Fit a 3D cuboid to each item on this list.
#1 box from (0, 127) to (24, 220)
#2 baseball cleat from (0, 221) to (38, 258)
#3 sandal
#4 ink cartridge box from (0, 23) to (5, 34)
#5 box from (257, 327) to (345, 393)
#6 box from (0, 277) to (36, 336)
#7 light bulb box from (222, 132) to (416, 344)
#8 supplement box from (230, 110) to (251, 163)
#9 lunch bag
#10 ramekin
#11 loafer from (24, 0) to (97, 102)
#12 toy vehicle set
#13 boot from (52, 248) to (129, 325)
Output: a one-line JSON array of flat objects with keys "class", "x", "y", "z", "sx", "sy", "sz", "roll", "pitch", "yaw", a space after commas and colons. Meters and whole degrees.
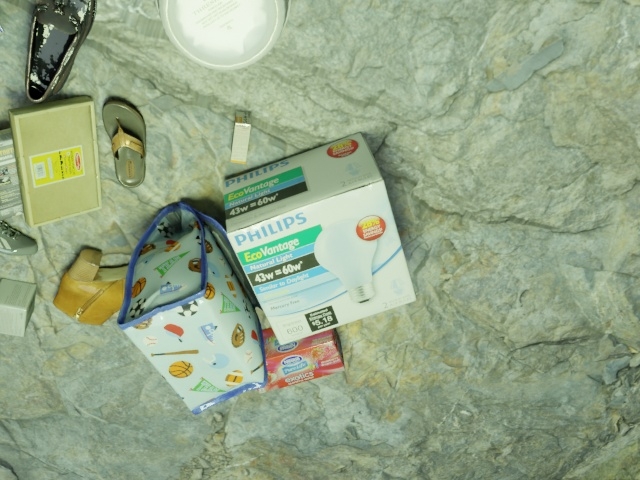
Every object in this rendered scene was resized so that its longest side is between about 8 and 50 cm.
[{"class": "box", "x": -0.671, "y": -0.140, "z": 1.421, "sx": 0.231, "sy": 0.056, "sz": 0.183, "roll": -25, "pitch": 134, "yaw": -32}, {"class": "baseball cleat", "x": -0.760, "y": -0.028, "z": 1.556, "sx": 0.206, "sy": 0.072, "sz": 0.109, "roll": 15, "pitch": 116, "yaw": -21}, {"class": "sandal", "x": -0.431, "y": -0.203, "z": 1.471, "sx": 0.090, "sy": 0.060, "sz": 0.219, "roll": 2, "pitch": 126, "yaw": -8}, {"class": "ink cartridge box", "x": -0.787, "y": -0.489, "z": 1.219, "sx": 0.307, "sy": 0.072, "sz": 0.303, "roll": -15, "pitch": 125, "yaw": 2}, {"class": "box", "x": -0.074, "y": 0.312, "z": 1.851, "sx": 0.257, "sy": 0.122, "sz": 0.128, "roll": -16, "pitch": 125, "yaw": 5}, {"class": "box", "x": -0.775, "y": 0.169, "z": 1.678, "sx": 0.087, "sy": 0.101, "sz": 0.102, "roll": 13, "pitch": 123, "yaw": -15}, {"class": "light bulb box", "x": 0.000, "y": 0.000, "z": 1.561, "sx": 0.358, "sy": 0.225, "sz": 0.361, "roll": -19, "pitch": 127, "yaw": 3}, {"class": "supplement box", "x": -0.177, "y": -0.229, "z": 1.481, "sx": 0.036, "sy": 0.062, "sz": 0.098, "roll": 6, "pitch": 126, "yaw": -10}, {"class": "lunch bag", "x": -0.273, "y": 0.130, "z": 1.532, "sx": 0.239, "sy": 0.385, "sz": 0.327, "roll": -21, "pitch": 125, "yaw": 4}, {"class": "ramekin", "x": -0.186, "y": -0.452, "z": 1.276, "sx": 0.273, "sy": 0.127, "sz": 0.272, "roll": -3, "pitch": 127, "yaw": -4}, {"class": "loafer", "x": -0.509, "y": -0.402, "z": 1.294, "sx": 0.109, "sy": 0.095, "sz": 0.302, "roll": 18, "pitch": 122, "yaw": -19}, {"class": "toy vehicle set", "x": -0.564, "y": -0.167, "z": 1.435, "sx": 0.166, "sy": 0.035, "sz": 0.266, "roll": -21, "pitch": 132, "yaw": -37}, {"class": "boot", "x": -0.515, "y": 0.149, "z": 1.706, "sx": 0.295, "sy": 0.104, "sz": 0.211, "roll": 25, "pitch": 125, "yaw": -17}]
